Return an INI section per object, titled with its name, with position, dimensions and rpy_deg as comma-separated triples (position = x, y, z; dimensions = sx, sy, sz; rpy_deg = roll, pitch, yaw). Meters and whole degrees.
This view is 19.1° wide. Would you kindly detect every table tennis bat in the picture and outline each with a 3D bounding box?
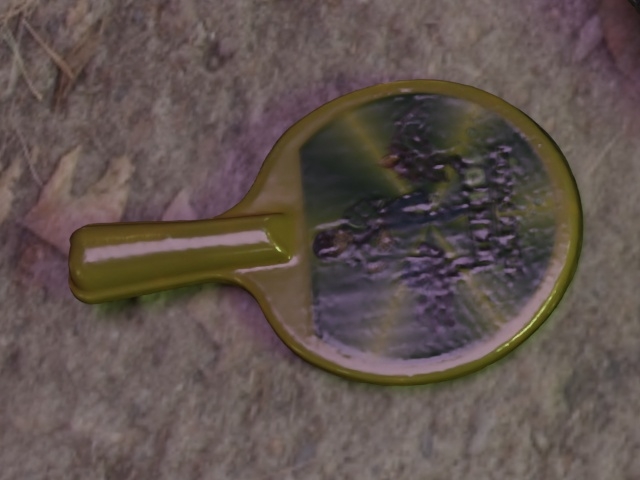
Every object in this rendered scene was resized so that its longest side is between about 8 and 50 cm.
[table tennis bat]
position = 0.000, 0.000, 1.166
dimensions = 0.321, 0.050, 0.198
rpy_deg = -6, 67, 10

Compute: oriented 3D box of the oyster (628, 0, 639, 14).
[oyster]
position = 0.261, -0.160, 1.114
dimensions = 0.162, 0.158, 0.351
rpy_deg = -38, 60, 48
